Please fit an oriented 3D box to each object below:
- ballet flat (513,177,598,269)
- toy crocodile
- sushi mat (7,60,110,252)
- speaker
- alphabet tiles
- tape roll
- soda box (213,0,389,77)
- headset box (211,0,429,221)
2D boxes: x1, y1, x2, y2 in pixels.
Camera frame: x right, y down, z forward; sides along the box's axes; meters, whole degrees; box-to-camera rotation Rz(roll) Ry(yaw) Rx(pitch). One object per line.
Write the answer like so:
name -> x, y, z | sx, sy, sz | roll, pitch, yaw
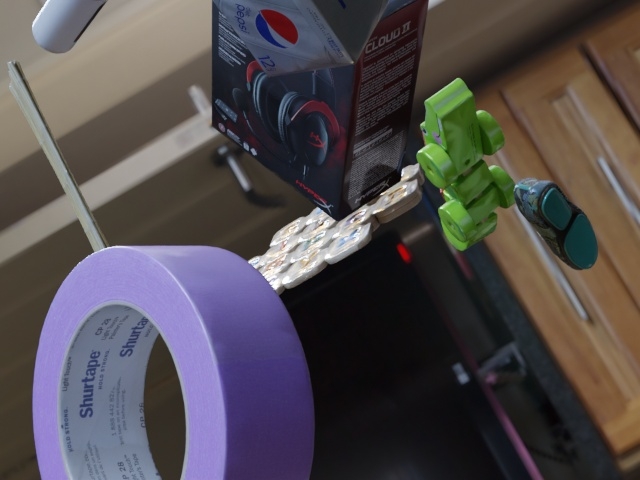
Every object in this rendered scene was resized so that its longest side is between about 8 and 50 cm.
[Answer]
ballet flat -> 0.301, -0.025, 1.566 | 0.188, 0.070, 0.070 | 48, -169, -46
toy crocodile -> 0.203, -0.103, 1.766 | 0.105, 0.115, 0.340 | 43, 167, 37
sushi mat -> -0.324, -0.075, 1.561 | 0.316, 0.019, 0.151 | 63, 166, 1
speaker -> -0.280, -0.264, 1.372 | 0.136, 0.055, 0.055 | -33, 86, 54
alphabet tiles -> 0.000, 0.000, 1.449 | 0.021, 0.284, 0.278 | 56, -165, -13
tape roll -> -0.127, 0.141, 0.983 | 0.090, 0.275, 0.275 | 0, -129, -41
soda box -> 0.025, -0.265, 0.967 | 0.098, 0.091, 0.286 | 52, -129, -35
headset box -> -0.009, -0.201, 1.302 | 0.218, 0.110, 0.293 | 38, 144, 26
